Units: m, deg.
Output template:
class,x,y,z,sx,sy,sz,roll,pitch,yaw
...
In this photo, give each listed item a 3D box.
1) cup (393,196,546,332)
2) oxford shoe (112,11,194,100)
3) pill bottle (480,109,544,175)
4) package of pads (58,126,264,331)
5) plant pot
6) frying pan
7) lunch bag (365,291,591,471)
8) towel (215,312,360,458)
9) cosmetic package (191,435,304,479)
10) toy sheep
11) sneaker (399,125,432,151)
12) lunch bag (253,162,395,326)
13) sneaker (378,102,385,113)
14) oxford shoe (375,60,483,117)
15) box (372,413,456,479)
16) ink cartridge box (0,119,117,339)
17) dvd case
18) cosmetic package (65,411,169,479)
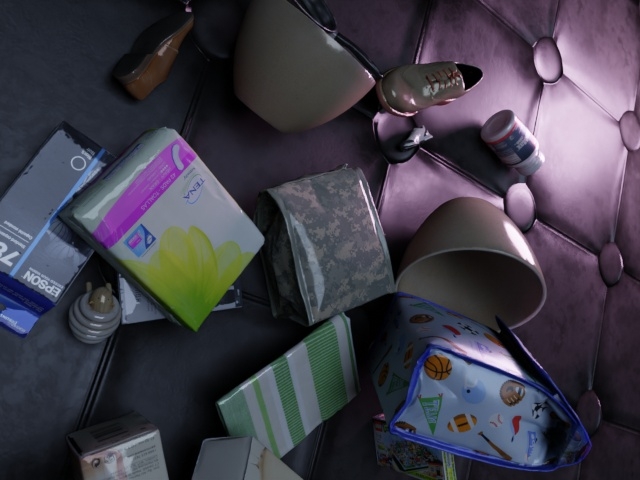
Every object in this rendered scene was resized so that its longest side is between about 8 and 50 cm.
class,x,y,z,sx,sy,sz,roll,pitch,yaw
cup,0.345,0.038,1.378,0.331,0.331,0.237,37,43,-27
oxford shoe,-0.300,-0.347,1.091,0.212,0.076,0.076,-59,147,-25
pill bottle,0.538,-0.266,1.621,0.180,0.108,0.108,38,67,-27
package of pads,-0.255,-0.022,1.015,0.229,0.101,0.297,-53,125,-26
plant pot,-0.062,-0.324,1.147,0.284,0.284,0.191,35,101,-28
frying pan,0.004,-0.487,1.274,0.326,0.053,0.197,31,35,-38
lunch bag,0.324,0.289,1.215,0.385,0.328,0.239,22,102,-7
towel,-0.051,0.309,1.176,0.324,0.038,0.248,-32,129,-30
cosmetic package,-0.104,0.496,1.057,0.309,0.113,0.160,56,32,-39
toy sheep,-0.378,0.126,0.977,0.091,0.132,0.091,19,37,-15
sneaker,0.230,-0.254,1.457,0.109,0.040,0.044,-28,86,-36
lunch bag,0.000,0.000,1.202,0.235,0.169,0.287,-18,102,-33
sneaker,0.184,-0.332,1.424,0.069,0.038,0.098,39,67,-25
oxford shoe,0.263,-0.382,1.396,0.348,0.130,0.123,-27,98,-44
box,0.202,0.458,1.286,0.036,0.207,0.114,-8,91,-38
ink cartridge box,-0.452,-0.018,0.959,0.165,0.065,0.333,38,68,-27
dvd case,-0.265,0.052,1.101,0.238,0.029,0.180,-5,90,-34
cosmetic package,-0.319,0.458,0.968,0.129,0.153,0.296,-13,93,-32
